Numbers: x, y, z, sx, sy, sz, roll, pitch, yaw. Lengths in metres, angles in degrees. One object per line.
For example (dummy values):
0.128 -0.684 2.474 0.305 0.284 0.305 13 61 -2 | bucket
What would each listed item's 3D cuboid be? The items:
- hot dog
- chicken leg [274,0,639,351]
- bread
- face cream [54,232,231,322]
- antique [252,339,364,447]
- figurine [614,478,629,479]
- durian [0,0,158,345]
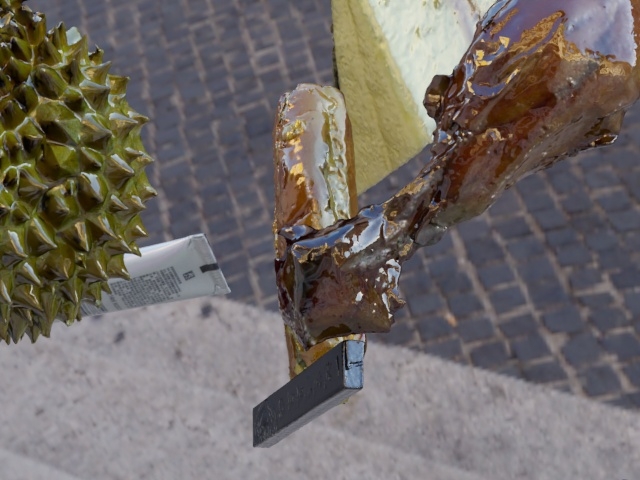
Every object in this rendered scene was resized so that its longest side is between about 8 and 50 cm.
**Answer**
0.000 0.000 1.078 0.072 0.115 0.269 -1 68 -7 | hot dog
0.090 -0.051 0.806 0.113 0.093 0.304 43 82 8 | chicken leg
0.113 -0.335 1.866 0.345 0.405 0.242 -37 9 -30 | bread
-0.222 0.045 1.409 0.243 0.092 0.058 -10 47 10 | face cream
-0.012 0.103 0.878 0.015 0.192 0.031 7 68 -17 | antique
0.347 0.332 1.310 0.285 0.342 0.167 12 42 18 | figurine
-0.217 -0.044 0.970 0.172 0.306 0.166 -14 35 -34 | durian
